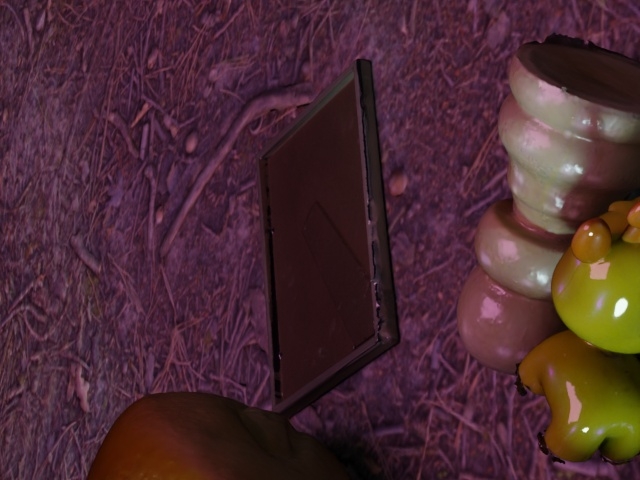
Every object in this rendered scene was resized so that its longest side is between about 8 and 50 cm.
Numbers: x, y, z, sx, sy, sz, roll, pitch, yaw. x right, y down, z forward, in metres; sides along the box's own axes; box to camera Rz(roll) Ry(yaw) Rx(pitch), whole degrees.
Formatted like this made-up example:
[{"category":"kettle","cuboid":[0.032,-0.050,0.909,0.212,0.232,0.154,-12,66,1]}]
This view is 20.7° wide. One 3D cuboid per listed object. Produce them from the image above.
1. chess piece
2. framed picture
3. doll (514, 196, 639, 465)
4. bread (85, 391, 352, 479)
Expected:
[{"category":"chess piece","cuboid":[0.183,-0.015,1.365,0.143,0.142,0.261,-127,45,-54]},{"category":"framed picture","cuboid":[0.000,0.000,1.797,0.232,0.024,0.315,-39,48,52]},{"category":"doll","cuboid":[0.219,0.050,1.261,0.135,0.143,0.221,-108,31,-44]},{"category":"bread","cuboid":[-0.122,0.332,1.623,0.348,0.253,0.376,-86,16,-80]}]
